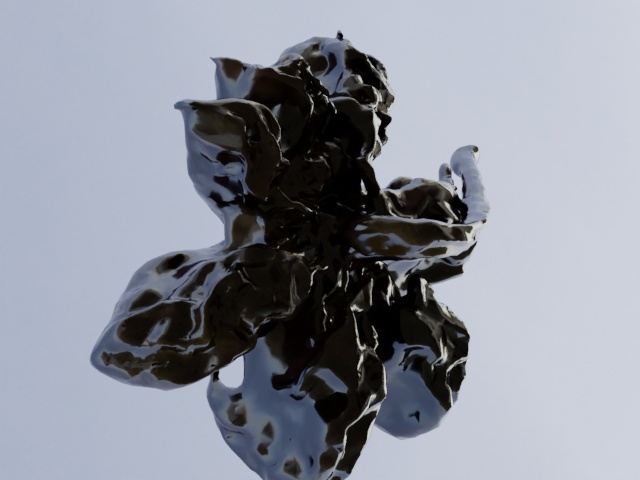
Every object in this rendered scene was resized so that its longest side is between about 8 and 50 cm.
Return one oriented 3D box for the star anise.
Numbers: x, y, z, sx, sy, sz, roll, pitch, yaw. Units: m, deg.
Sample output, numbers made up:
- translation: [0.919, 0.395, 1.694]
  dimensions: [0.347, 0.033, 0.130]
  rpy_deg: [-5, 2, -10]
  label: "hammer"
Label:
- translation: [0.000, 0.000, 0.790]
  dimensions: [0.190, 0.126, 0.220]
  rpy_deg: [29, -122, -28]
  label: "star anise"
